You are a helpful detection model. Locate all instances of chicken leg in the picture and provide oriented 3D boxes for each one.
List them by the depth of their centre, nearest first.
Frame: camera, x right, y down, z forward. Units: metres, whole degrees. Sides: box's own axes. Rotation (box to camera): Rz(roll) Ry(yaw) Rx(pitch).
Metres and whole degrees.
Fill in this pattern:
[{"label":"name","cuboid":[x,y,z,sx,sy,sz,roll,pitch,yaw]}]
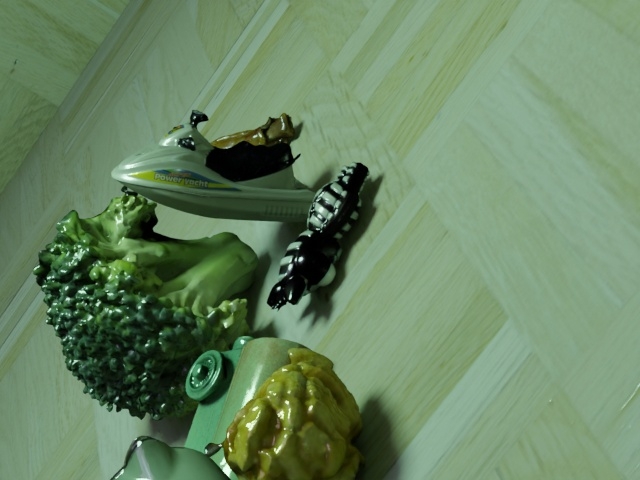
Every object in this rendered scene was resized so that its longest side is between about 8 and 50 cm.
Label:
[{"label":"chicken leg","cuboid":[-0.121,-0.131,2.195,0.207,0.085,0.101,-30,-7,38]}]

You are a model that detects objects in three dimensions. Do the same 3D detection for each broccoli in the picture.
[{"label":"broccoli","cuboid":[-0.217,0.070,1.944,0.281,0.293,0.347,-28,16,-36]}]

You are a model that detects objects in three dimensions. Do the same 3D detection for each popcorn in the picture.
[{"label":"popcorn","cuboid":[-0.022,0.202,1.512,0.163,0.140,0.194,-44,0,-13]}]

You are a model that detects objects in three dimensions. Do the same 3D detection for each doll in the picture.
[{"label":"doll","cuboid":[0.000,0.000,1.808,0.219,0.067,0.091,-60,19,-18]}]

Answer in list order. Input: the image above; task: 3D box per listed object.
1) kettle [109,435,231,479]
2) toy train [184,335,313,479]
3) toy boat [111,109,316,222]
[{"label":"kettle","cuboid":[-0.118,0.351,1.445,0.165,0.240,0.255,-23,39,-20]},{"label":"toy train","cuboid":[-0.094,0.238,1.672,0.177,0.116,0.285,-13,48,44]},{"label":"toy boat","cuboid":[-0.135,-0.093,1.927,0.141,0.269,0.141,-49,31,44]}]
